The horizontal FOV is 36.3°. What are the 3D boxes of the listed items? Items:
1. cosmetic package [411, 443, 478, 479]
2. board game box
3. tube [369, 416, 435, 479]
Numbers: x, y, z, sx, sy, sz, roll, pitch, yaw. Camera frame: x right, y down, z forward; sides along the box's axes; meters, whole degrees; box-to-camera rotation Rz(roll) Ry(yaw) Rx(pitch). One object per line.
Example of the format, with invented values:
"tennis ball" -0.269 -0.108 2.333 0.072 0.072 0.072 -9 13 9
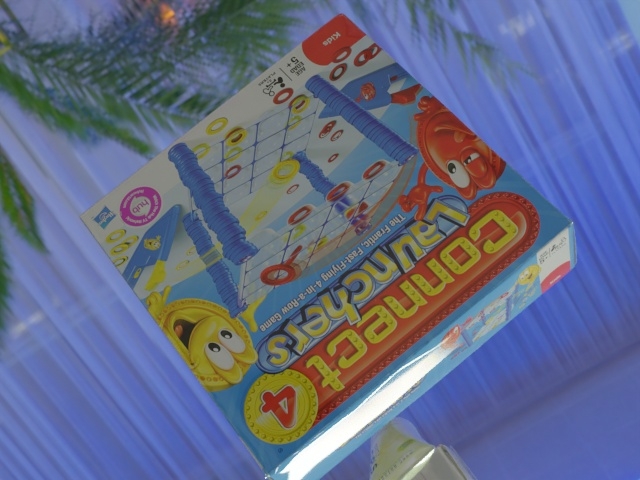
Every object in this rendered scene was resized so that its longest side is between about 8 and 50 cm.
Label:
"cosmetic package" 0.099 0.504 1.569 0.385 0.156 0.217 -37 162 1
"board game box" 0.000 0.000 0.836 0.308 0.086 0.302 -39 -119 -5
"tube" 0.087 0.241 1.091 0.062 0.070 0.240 5 179 3
